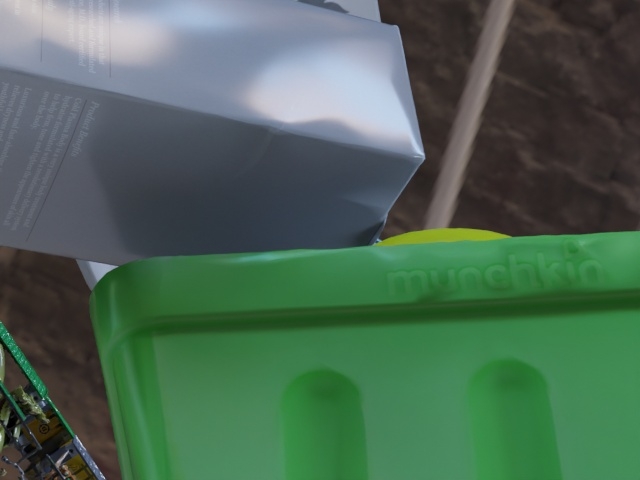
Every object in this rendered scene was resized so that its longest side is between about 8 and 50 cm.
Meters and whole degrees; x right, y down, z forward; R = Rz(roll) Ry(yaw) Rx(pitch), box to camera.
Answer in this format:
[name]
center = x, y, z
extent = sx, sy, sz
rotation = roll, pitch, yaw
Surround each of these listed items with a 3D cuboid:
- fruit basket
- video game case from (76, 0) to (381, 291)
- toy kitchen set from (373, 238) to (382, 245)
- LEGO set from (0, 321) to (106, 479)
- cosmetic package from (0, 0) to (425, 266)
[fruit basket]
center = 0.078, 0.084, 0.789
extent = 0.392, 0.392, 0.283
rotation = 23, -40, 23
[video game case]
center = -0.089, -0.132, 1.251
extent = 0.036, 0.329, 0.300
rotation = 43, -20, 34
[toy kitchen set]
center = 0.000, 0.000, 1.506
extent = 0.122, 0.166, 0.207
rotation = 31, 39, 11
[LEGO set]
center = -0.316, 0.223, 1.355
extent = 0.331, 0.192, 0.255
rotation = 57, -2, -15
[cosmetic package]
center = -0.082, -0.057, 0.741
extent = 0.238, 0.107, 0.127
rotation = 10, -41, -25
